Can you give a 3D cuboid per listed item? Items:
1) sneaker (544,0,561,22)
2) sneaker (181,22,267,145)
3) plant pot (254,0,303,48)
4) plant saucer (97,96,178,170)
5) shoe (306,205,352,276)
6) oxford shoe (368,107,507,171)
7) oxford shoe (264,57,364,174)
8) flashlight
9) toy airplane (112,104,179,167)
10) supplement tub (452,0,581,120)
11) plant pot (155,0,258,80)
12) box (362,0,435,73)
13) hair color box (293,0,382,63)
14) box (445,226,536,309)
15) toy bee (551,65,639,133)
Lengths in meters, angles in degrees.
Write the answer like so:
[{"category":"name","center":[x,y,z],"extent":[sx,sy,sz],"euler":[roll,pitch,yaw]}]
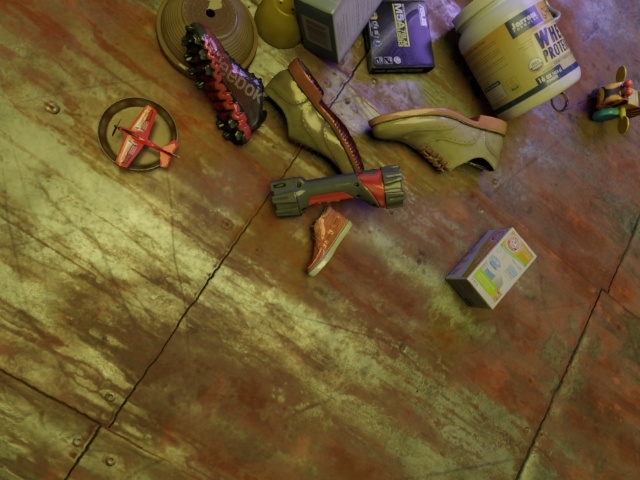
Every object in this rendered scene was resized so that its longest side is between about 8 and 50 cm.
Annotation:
[{"category":"sneaker","center":[0.554,-0.722,1.293],"extent":[0.331,0.146,0.122],"euler":[39,78,-9]},{"category":"sneaker","center":[-0.205,-0.362,1.027],"extent":[0.135,0.098,0.276],"euler":[-42,127,-24]},{"category":"plant pot","center":[-0.089,-0.557,1.111],"extent":[0.135,0.095,0.134],"euler":[1,85,-16]},{"category":"plant saucer","center":[-0.411,-0.239,1.025],"extent":[0.169,0.029,0.168],"euler":[1,85,-17]},{"category":"shoe","center":[0.000,0.000,1.113],"extent":[0.081,0.063,0.178],"euler":[38,71,-9]},{"category":"oxford shoe","center":[0.315,-0.258,1.189],"extent":[0.398,0.140,0.146],"euler":[2,92,-14]},{"category":"oxford shoe","center":[-0.006,-0.264,1.124],"extent":[0.130,0.123,0.348],"euler":[-31,101,15]},{"category":"flashlight","center":[0.042,-0.107,1.072],"extent":[0.305,0.103,0.103],"euler":[-10,71,6]},{"category":"toy airplane","center":[-0.382,-0.218,1.002],"extent":[0.151,0.028,0.151],"euler":[1,87,-16]},{"category":"supplement tub","center":[0.518,-0.511,1.220],"extent":[0.228,0.228,0.316],"euler":[-34,96,-16]},{"category":"plant pot","center":[-0.257,-0.498,1.050],"extent":[0.238,0.110,0.237],"euler":[2,85,-18]},{"category":"box","center":[0.208,-0.550,1.225],"extent":[0.184,0.045,0.190],"euler":[-7,87,-14]},{"category":"hair color box","center":[0.090,-0.647,1.097],"extent":[0.114,0.185,0.374],"euler":[31,82,13]},{"category":"box","center":[0.458,0.073,1.220],"extent":[0.203,0.103,0.114],"euler":[-43,99,-15]},{"category":"toy bee","center":[0.886,-0.415,1.358],"extent":[0.299,0.162,0.195],"euler":[-21,94,-17]}]
